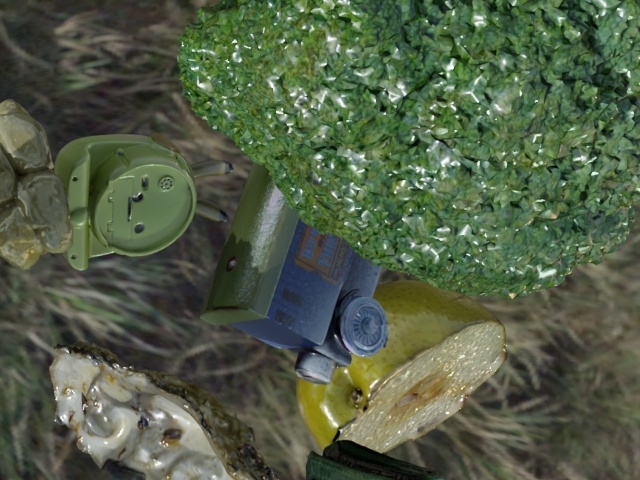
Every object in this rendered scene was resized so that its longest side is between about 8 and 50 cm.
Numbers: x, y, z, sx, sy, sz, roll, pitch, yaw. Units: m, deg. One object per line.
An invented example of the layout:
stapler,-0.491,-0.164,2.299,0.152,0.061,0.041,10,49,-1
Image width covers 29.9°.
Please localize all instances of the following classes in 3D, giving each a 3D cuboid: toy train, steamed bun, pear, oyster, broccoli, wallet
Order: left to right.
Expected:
steamed bun,-0.360,-0.061,1.359,0.106,0.177,0.192,-15,106,-23
oyster,-0.132,0.192,1.111,0.079,0.345,0.128,-14,120,-52
toy train,0.000,0.000,1.359,0.202,0.131,0.299,31,66,-31
wallet,0.041,0.220,0.789,0.055,0.236,0.160,-10,89,-13
pear,0.108,0.180,1.878,0.340,0.191,0.386,-48,156,19
broccoli,0.105,-0.116,0.821,0.414,0.321,0.309,1,107,0

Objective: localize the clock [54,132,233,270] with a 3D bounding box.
clock,-0.229,-0.057,1.559,0.232,0.069,0.170,-10,124,-26
